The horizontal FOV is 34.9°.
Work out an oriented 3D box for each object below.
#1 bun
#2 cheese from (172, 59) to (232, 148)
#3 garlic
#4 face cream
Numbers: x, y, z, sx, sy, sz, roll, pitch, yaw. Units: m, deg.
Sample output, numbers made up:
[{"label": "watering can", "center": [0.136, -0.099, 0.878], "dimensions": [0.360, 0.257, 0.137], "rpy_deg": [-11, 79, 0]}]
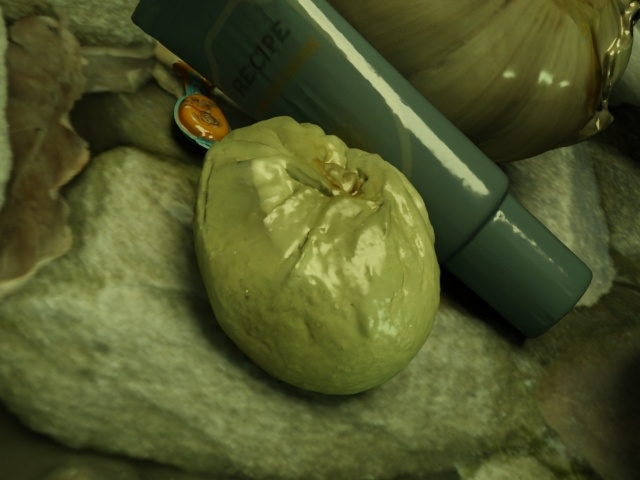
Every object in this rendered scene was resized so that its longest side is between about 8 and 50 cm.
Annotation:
[{"label": "bun", "center": [0.000, 0.000, 0.639], "dimensions": [0.164, 0.111, 0.188], "rpy_deg": [8, 48, -24]}, {"label": "cheese", "center": [-0.089, -0.100, 0.757], "dimensions": [0.047, 0.017, 0.111], "rpy_deg": [19, 33, -28]}, {"label": "garlic", "center": [0.114, -0.214, 0.840], "dimensions": [0.322, 0.241, 0.322], "rpy_deg": [35, 31, -24]}, {"label": "face cream", "center": [0.033, -0.079, 0.738], "dimensions": [0.385, 0.135, 0.086], "rpy_deg": [41, 41, -2]}]
